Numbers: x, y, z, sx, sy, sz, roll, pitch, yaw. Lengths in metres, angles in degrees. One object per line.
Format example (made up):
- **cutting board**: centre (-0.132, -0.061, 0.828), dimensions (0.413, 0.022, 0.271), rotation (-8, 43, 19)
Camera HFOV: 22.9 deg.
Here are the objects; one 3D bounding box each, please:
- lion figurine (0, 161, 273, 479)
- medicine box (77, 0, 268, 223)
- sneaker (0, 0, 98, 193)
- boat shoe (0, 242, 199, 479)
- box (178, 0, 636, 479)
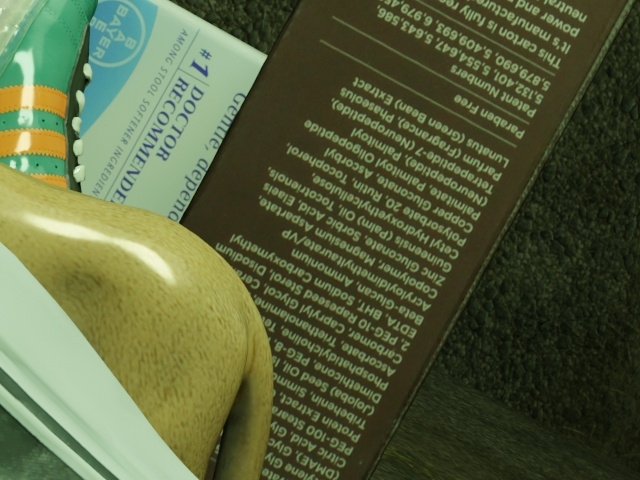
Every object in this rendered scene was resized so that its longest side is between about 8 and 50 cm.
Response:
- **lion figurine**: centre (-0.143, 0.013, 0.563), dimensions (0.392, 0.240, 0.142), rotation (29, 3, -30)
- **medicine box**: centre (-0.070, 0.014, 1.002), dimensions (0.289, 0.264, 0.149), rotation (30, 4, 9)
- **sneaker**: centre (-0.175, -0.027, 0.862), dimensions (0.121, 0.302, 0.108), rotation (33, -33, -18)
- **boat shoe**: centre (-0.066, 0.136, 0.469), dimensions (0.121, 0.119, 0.335), rotation (-26, -65, 42)
- **box**: centre (0.000, 0.000, 0.783), dimensions (0.143, 0.381, 0.191), rotation (27, 3, -4)
